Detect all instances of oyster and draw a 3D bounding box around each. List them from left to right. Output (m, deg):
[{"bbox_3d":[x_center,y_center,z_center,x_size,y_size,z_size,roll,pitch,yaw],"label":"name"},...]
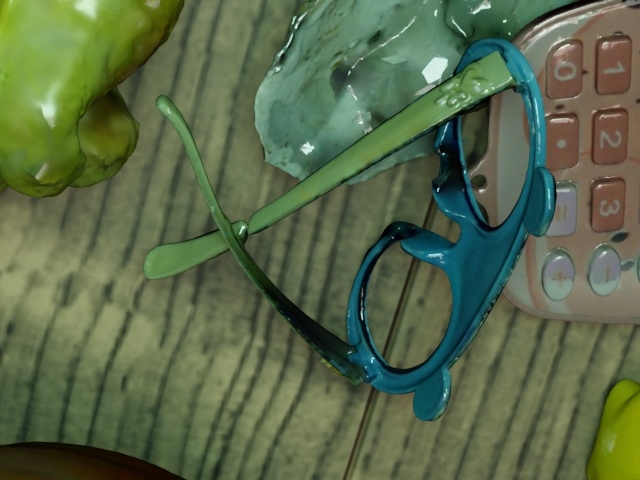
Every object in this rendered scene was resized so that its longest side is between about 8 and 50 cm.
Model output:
[{"bbox_3d":[0.060,-0.144,0.893,0.199,0.087,0.252,-7,120,-16],"label":"oyster"}]

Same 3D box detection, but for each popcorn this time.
[{"bbox_3d":[-0.208,-0.100,0.815,0.276,0.225,0.276,-12,154,-6],"label":"popcorn"}]

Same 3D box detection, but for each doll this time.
[{"bbox_3d":[0.226,0.124,1.024,0.113,0.071,0.135,29,100,-23],"label":"doll"}]

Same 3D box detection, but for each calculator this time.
[{"bbox_3d":[0.237,-0.055,0.947,0.330,0.048,0.220,-7,122,-8],"label":"calculator"}]

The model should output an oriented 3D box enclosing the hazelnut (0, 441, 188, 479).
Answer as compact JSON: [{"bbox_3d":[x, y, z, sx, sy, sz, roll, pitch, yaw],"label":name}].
[{"bbox_3d":[-0.174,0.306,0.896,0.359,0.359,0.409,3,110,-7],"label":"hazelnut"}]

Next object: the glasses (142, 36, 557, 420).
[{"bbox_3d":[0.006,-0.024,0.901,0.207,0.102,0.239,22,131,-6],"label":"glasses"}]
